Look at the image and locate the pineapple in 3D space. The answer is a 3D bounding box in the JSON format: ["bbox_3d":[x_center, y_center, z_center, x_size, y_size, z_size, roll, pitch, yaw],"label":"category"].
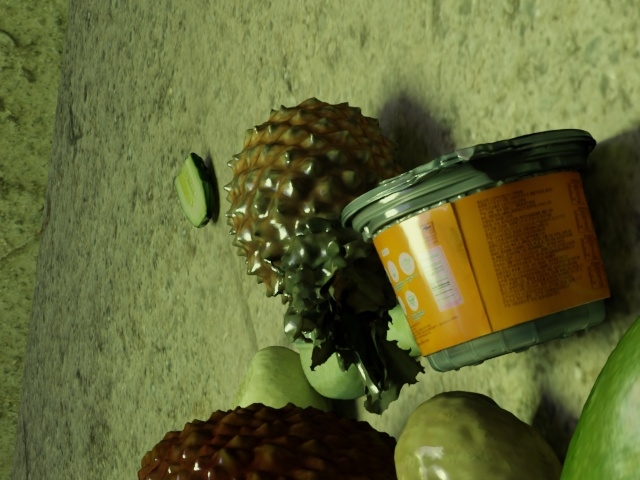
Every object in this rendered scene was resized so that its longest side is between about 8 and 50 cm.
[{"bbox_3d":[0.000,0.000,0.957,0.361,0.175,0.175,-89,11,-67],"label":"pineapple"}]

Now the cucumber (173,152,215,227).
[{"bbox_3d":[-0.164,-0.062,1.622,0.067,0.035,0.107,-53,44,37],"label":"cucumber"}]

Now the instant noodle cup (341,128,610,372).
[{"bbox_3d":[0.116,0.014,0.791,0.178,0.208,0.125,-22,81,22],"label":"instant noodle cup"}]

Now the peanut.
[{"bbox_3d":[0.114,0.210,0.804,0.129,0.129,0.224,121,146,-49],"label":"peanut"}]

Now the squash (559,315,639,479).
[{"bbox_3d":[0.200,0.148,0.441,0.309,0.310,0.310,-93,19,-51],"label":"squash"}]

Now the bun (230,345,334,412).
[{"bbox_3d":[-0.045,0.217,1.205,0.222,0.127,0.222,22,-90,-89],"label":"bun"}]

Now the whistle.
[{"bbox_3d":[0.038,0.084,1.079,0.258,0.067,0.126,169,103,-64],"label":"whistle"}]

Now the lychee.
[{"bbox_3d":[-0.019,0.259,0.950,0.276,0.304,0.275,-41,25,24],"label":"lychee"}]
